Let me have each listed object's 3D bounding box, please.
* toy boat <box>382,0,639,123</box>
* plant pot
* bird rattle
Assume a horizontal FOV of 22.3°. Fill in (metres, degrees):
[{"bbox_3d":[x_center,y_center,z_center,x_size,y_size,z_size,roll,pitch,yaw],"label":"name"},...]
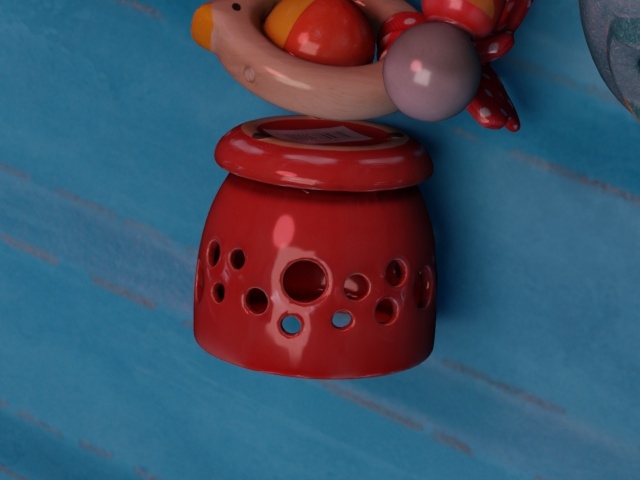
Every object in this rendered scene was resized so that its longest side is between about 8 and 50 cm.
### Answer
[{"bbox_3d":[0.195,-0.121,1.044,0.318,0.267,0.148,16,74,33],"label":"toy boat"},{"bbox_3d":[0.000,0.000,1.256,0.191,0.191,0.174,12,108,24],"label":"plant pot"},{"bbox_3d":[0.023,-0.144,1.200,0.253,0.207,0.143,43,139,20],"label":"bird rattle"}]
